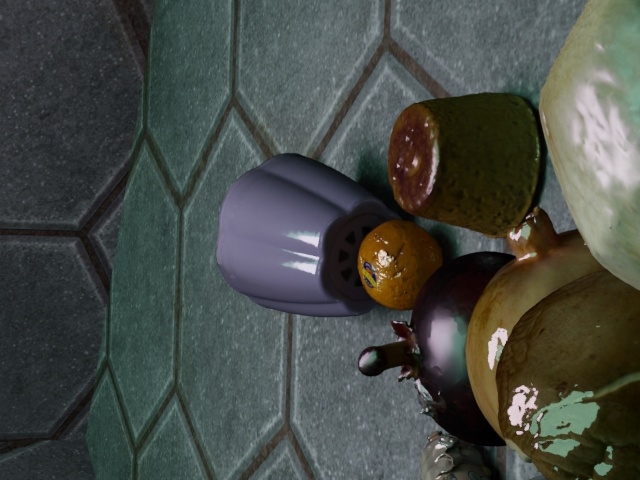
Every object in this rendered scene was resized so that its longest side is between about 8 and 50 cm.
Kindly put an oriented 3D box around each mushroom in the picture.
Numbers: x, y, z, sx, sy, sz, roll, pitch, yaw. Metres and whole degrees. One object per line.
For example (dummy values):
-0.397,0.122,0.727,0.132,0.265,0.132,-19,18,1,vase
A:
0.288,0.179,1.004,0.208,0.233,0.301,-50,-58,-69,mushroom

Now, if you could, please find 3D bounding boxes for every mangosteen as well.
0.171,0.131,1.412,0.235,0.261,0.235,176,90,-82,mangosteen

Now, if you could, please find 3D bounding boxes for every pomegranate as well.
0.263,0.093,1.192,0.270,0.252,0.229,57,171,-13,pomegranate

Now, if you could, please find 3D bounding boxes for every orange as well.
0.122,0.035,1.725,0.135,0.118,0.135,167,90,-74,orange

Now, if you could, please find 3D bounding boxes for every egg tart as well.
0.182,-0.100,1.549,0.202,0.147,0.202,179,90,-66,egg tart

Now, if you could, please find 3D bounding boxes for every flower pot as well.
0.000,0.000,1.867,0.243,0.265,0.265,14,101,56,flower pot

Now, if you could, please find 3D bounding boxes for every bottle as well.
0.183,0.323,1.591,0.152,0.099,0.099,-107,29,-44,bottle

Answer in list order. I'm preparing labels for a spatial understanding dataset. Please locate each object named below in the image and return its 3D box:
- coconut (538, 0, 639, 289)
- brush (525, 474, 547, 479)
0.378,-0.083,0.867,0.344,0.415,0.415,-63,32,27,coconut
0.284,0.296,1.436,0.266,0.027,0.062,137,130,-59,brush
